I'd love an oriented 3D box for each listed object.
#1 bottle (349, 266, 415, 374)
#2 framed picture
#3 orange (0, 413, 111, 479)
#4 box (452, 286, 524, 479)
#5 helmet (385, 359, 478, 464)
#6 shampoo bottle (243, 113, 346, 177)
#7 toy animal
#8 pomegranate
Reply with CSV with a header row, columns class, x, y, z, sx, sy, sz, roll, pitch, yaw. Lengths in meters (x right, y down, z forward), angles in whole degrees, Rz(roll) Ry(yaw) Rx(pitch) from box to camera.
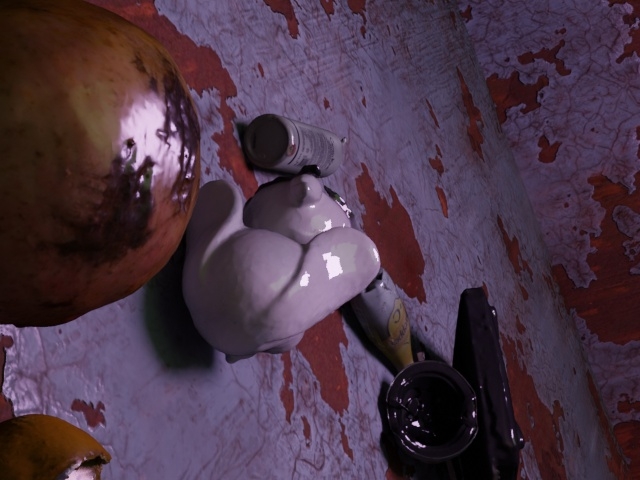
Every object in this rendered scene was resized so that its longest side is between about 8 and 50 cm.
class,x,y,z,sx,sy,sz,roll,pitch,yaw
bottle,0.120,0.155,1.828,0.083,0.083,0.269,-83,154,-45
framed picture,0.222,0.327,1.948,0.184,0.016,0.249,31,43,-80
orange,-0.240,0.226,0.898,0.157,0.134,0.156,24,57,-43
box,0.301,0.308,1.948,0.350,0.091,0.359,83,0,-58
helmet,0.189,0.307,1.802,0.107,0.153,0.176,85,3,-50
shampoo bottle,-0.029,-0.148,1.713,0.262,0.085,0.085,3,70,-66
toy animal,-0.051,0.029,1.349,0.289,0.249,0.174,-95,-172,-49
pomegranate,-0.249,-0.065,0.880,0.322,0.322,0.322,47,33,-44
